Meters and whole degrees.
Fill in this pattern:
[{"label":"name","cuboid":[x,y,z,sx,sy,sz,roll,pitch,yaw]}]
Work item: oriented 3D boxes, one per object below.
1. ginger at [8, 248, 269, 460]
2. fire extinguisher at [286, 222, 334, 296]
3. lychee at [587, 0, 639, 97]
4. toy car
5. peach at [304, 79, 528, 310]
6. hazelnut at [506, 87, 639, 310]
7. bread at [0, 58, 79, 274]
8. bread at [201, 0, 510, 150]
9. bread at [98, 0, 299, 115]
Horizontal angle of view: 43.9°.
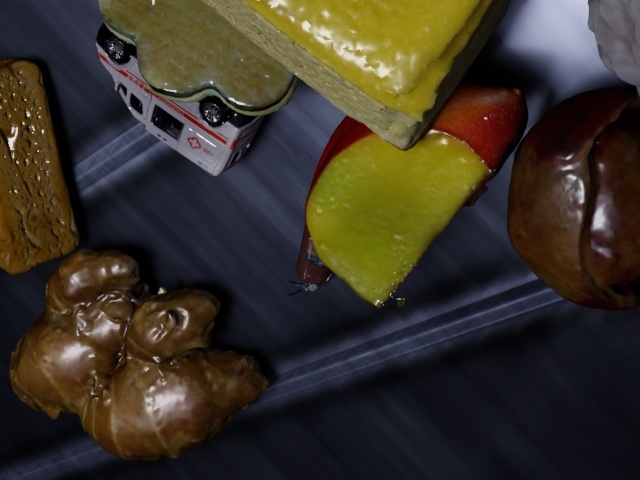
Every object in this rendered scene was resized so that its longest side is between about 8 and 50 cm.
[{"label":"ginger","cuboid":[-0.251,0.160,1.090,0.357,0.152,0.274,27,103,9]},{"label":"fire extinguisher","cuboid":[0.000,0.000,0.952,0.064,0.043,0.158,-2,124,-22]},{"label":"lychee","cuboid":[0.357,-0.221,0.481,0.380,0.380,0.432,14,105,18]},{"label":"toy car","cuboid":[-0.167,-0.170,0.915,0.209,0.089,0.108,34,134,1]},{"label":"peach","cuboid":[0.086,-0.082,0.798,0.154,0.159,0.267,30,132,-3]},{"label":"hazelnut","cuboid":[0.255,-0.041,0.737,0.160,0.170,0.202,15,130,16]},{"label":"bread","cuboid":[-0.406,-0.092,1.031,0.077,0.139,0.271,21,127,44]},{"label":"bread","cuboid":[0.040,-0.299,0.654,0.333,0.143,0.323,39,93,6]},{"label":"bread","cuboid":[-0.113,-0.236,0.823,0.286,0.056,0.207,37,91,6]}]
